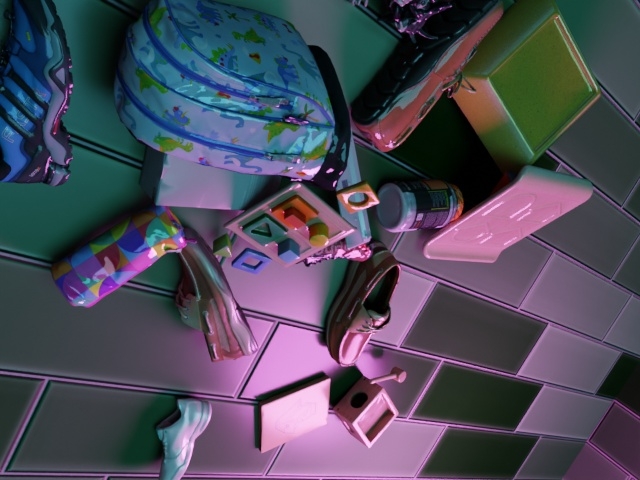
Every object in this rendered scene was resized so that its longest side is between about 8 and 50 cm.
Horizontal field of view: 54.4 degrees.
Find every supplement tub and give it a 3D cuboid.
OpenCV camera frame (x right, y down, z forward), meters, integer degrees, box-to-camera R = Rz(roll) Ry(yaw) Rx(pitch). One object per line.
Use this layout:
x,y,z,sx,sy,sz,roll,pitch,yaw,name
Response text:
0.231,-0.083,1.439,0.190,0.117,0.117,-5,118,-33,supplement tub

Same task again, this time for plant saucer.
0.490,-0.355,1.427,0.333,0.081,0.333,-44,114,-7,plant saucer

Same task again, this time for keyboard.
0.057,-0.114,1.293,0.072,0.014,0.256,-19,102,-36,keyboard

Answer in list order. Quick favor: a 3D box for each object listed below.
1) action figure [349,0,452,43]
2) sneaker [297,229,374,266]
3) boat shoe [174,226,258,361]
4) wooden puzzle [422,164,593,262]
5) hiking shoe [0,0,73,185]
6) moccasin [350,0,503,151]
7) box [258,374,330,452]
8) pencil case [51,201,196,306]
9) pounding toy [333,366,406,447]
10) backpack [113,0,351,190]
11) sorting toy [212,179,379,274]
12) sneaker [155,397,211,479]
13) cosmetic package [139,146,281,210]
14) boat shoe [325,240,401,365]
0.128,-0.466,1.120,0.141,0.164,0.276,-47,126,-31,action figure
0.000,0.000,1.331,0.276,0.097,0.135,27,98,-40,sneaker
-0.226,0.124,1.226,0.116,0.123,0.325,-24,121,-7,boat shoe
0.461,-0.070,1.567,0.321,0.081,0.348,4,145,-40,wooden puzzle
-0.429,-0.212,0.883,0.132,0.113,0.304,-9,120,-33,hiking shoe
0.232,-0.342,1.274,0.380,0.139,0.147,-53,134,1,moccasin
-0.066,0.443,1.592,0.201,0.021,0.165,-16,124,-29,box
-0.341,0.023,1.078,0.236,0.104,0.104,-32,130,-7,pencil case
0.136,0.415,1.682,0.206,0.094,0.181,-44,128,-19,pounding toy
-0.139,-0.238,0.978,0.355,0.290,0.273,-3,145,-20,backpack
-0.052,-0.016,1.162,0.347,0.047,0.196,-29,138,28,sorting toy
-0.326,0.440,1.375,0.094,0.080,0.212,23,94,-30,sneaker
-0.190,-0.129,1.117,0.237,0.107,0.127,5,113,-35,cosmetic package
0.104,0.165,1.487,0.122,0.120,0.324,-1,116,-35,boat shoe
